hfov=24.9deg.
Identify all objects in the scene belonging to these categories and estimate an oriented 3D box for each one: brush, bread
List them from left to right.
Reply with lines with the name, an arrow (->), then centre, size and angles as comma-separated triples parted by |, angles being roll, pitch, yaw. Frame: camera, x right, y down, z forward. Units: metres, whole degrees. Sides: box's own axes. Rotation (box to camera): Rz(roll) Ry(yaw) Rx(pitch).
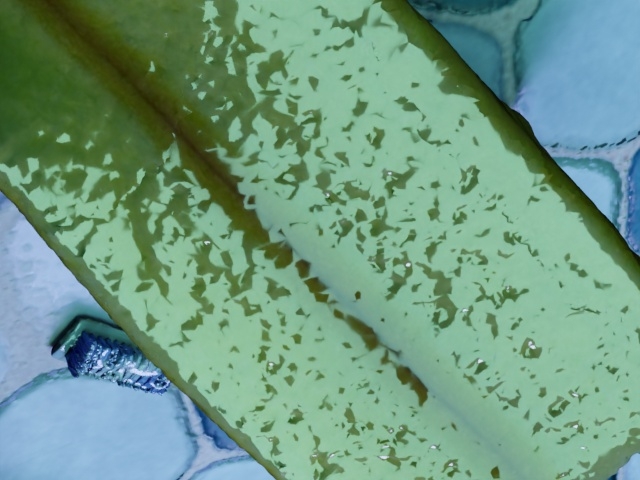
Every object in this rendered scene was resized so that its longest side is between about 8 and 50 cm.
brush -> -0.087, 0.084, 0.908 | 0.178, 0.030, 0.033 | 21, 105, -42
bread -> 0.000, 0.000, 0.736 | 0.233, 0.245, 0.361 | -42, 141, 9
